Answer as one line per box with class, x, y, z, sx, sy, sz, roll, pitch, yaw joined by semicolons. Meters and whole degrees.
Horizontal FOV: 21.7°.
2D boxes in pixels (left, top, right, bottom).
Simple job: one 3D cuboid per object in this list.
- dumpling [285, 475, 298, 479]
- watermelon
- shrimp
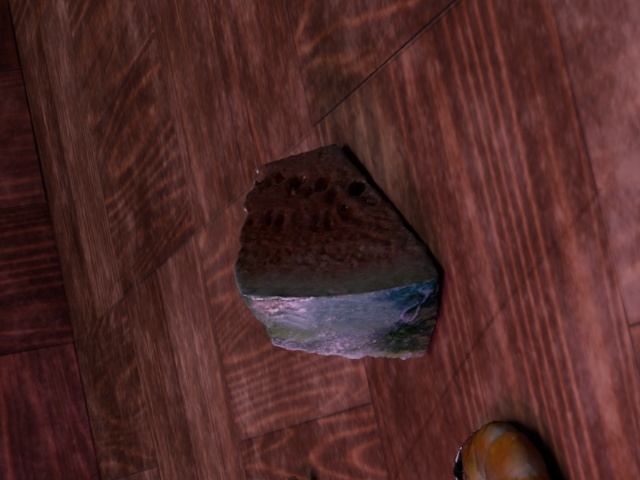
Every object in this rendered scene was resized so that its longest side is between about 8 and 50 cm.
dumpling;-0.013;0.278;1.668;0.076;0.057;0.052;41;105;25
watermelon;0.000;0.000;1.364;0.241;0.154;0.094;-102;13;-52
shrimp;0.129;0.208;1.187;0.166;0.049;0.161;-161;66;-71
